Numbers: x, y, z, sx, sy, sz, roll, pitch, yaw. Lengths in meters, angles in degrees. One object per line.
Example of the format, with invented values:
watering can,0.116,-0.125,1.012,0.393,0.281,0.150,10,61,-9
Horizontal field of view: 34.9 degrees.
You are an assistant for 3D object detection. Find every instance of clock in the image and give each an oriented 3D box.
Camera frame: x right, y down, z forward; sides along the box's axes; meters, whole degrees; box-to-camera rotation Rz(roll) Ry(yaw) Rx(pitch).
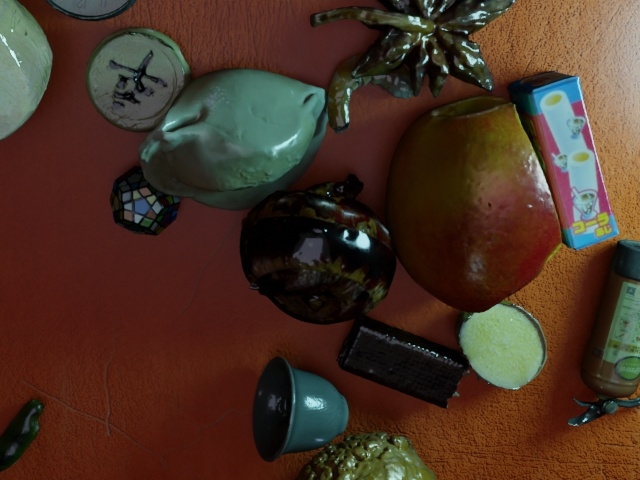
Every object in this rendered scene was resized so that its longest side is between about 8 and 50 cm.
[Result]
clock,-0.410,-0.495,1.795,0.215,0.042,0.215,-1,105,-3

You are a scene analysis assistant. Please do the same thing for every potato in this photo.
potato,0.344,0.197,1.987,0.200,0.081,0.164,42,90,-14

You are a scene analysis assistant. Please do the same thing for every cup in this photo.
cup,-0.028,0.331,1.967,0.150,0.199,0.199,9,104,-24

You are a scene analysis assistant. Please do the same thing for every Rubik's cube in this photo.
Rubik's cube,-0.323,-0.073,1.869,0.133,0.112,0.133,0,103,-1

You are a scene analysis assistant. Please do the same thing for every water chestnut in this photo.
water chestnut,0.000,0.000,1.839,0.300,0.300,0.300,-1,104,-3

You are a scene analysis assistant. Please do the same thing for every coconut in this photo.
coconut,-0.598,-0.296,1.715,0.297,0.297,0.254,-23,132,3

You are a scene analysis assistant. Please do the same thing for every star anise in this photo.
star anise,0.179,-0.381,1.804,0.349,0.109,0.292,32,76,-8

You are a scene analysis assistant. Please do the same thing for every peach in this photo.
peach,0.264,-0.046,1.833,0.306,0.242,0.380,-14,109,12

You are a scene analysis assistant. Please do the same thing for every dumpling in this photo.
dumpling,-0.149,-0.171,1.801,0.321,0.212,0.270,10,100,-5

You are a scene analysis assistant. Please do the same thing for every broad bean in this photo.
broad bean,-0.674,0.403,2.004,0.292,0.049,0.144,-11,103,1

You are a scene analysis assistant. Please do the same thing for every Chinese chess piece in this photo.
Chinese chess piece,-0.327,-0.288,1.831,0.188,0.083,0.188,-1,104,-5

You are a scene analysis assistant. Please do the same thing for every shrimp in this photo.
shrimp,0.092,-0.258,1.857,0.161,0.049,0.166,23,85,-9

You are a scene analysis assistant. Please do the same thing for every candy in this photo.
candy,0.442,-0.151,1.863,0.100,0.157,0.305,-19,104,1

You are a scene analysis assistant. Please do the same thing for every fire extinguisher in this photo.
fire extinguisher,0.613,0.196,1.980,0.200,0.113,0.376,12,103,-6

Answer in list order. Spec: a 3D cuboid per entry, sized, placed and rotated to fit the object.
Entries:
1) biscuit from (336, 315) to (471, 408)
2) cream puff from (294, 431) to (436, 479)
biscuit,0.165,0.238,1.992,0.252,0.070,0.106,21,103,-7
cream puff,0.069,0.518,1.967,0.327,0.231,0.343,-39,147,-8
